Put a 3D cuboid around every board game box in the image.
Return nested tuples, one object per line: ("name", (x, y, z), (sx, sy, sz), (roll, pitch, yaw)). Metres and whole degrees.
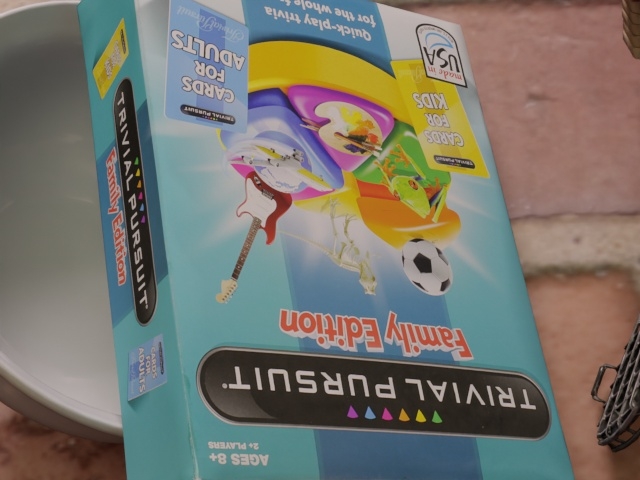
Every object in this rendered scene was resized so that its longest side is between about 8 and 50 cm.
("board game box", (0.000, 0.000, 0.811), (0.254, 0.079, 0.336), (8, 58, -33))

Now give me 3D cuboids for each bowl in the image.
("bowl", (-0.136, 0.008, 0.852), (0.298, 0.134, 0.297), (18, 53, -26))

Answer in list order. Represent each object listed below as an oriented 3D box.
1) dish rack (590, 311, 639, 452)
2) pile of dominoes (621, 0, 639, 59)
("dish rack", (0.235, -0.002, 0.781), (0.074, 0.208, 0.271), (22, 76, 10))
("pile of dominoes", (0.325, -0.160, 0.883), (0.251, 0.040, 0.196), (-5, 22, 6))
